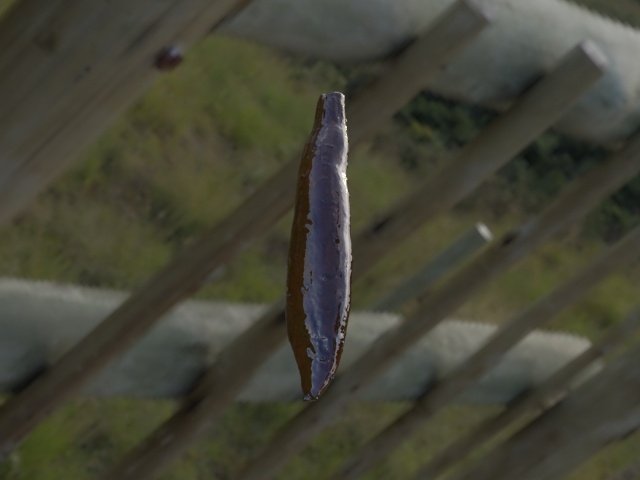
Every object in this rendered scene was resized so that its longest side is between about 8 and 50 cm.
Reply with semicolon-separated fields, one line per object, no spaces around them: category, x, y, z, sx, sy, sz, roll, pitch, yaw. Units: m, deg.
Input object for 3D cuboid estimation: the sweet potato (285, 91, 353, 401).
sweet potato;0.001;0.000;1.347;0.057;0.057;0.265;23;64;-46
